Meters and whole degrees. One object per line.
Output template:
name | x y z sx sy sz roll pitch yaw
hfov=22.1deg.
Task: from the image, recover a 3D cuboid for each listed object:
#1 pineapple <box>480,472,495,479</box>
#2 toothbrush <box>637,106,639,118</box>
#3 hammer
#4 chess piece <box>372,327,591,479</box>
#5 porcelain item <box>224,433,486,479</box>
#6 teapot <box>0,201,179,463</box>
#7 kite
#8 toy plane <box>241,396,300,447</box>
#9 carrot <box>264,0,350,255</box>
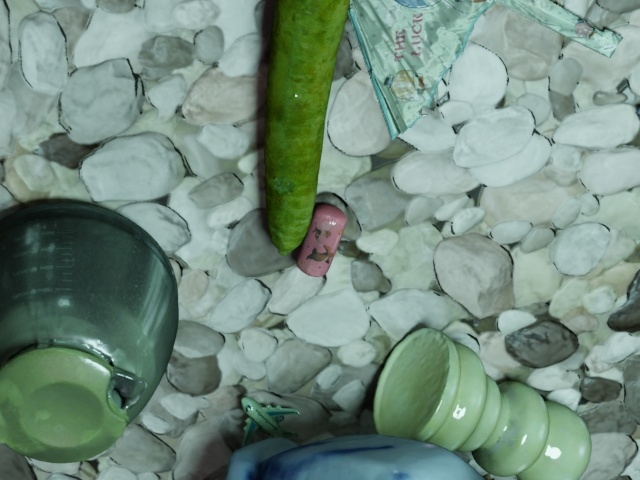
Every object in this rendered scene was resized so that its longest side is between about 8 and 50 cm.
pineapple | 0.227 0.356 1.958 0.361 0.175 0.175 6 122 -20
toothbrush | 0.505 -0.044 1.794 0.413 0.042 0.035 29 115 -19
hammer | 0.000 0.000 1.773 0.043 0.043 0.083 12 121 -13
chess piece | 0.200 0.207 1.874 0.251 0.144 0.144 24 117 -26
porcelain item | 0.065 0.327 1.733 0.178 0.405 0.242 17 84 -41
teapot | -0.307 0.104 1.693 0.322 0.239 0.239 12 119 -11
kite | 0.149 -0.269 1.633 0.368 0.014 0.406 23 117 -18
toy plane | -0.065 0.208 1.902 0.080 0.033 0.083 -34 112 16
carrot | -0.022 -0.134 1.672 0.074 0.074 0.358 3 125 -7
